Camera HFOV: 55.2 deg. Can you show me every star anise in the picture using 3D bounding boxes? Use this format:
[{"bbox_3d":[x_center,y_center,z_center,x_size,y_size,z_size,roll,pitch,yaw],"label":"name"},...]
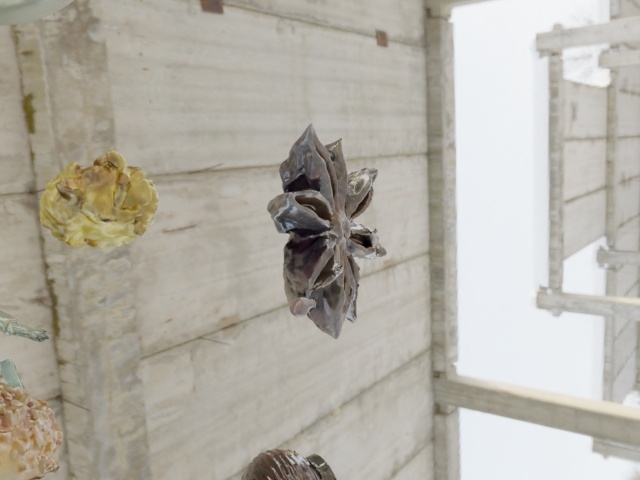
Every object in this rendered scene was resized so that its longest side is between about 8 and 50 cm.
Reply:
[{"bbox_3d":[0.000,-0.001,0.615,0.262,0.081,0.230,-58,-35,-52],"label":"star anise"}]

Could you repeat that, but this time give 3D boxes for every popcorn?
[{"bbox_3d":[-0.163,-0.027,0.447,0.083,0.082,0.057,47,-150,-66],"label":"popcorn"}]

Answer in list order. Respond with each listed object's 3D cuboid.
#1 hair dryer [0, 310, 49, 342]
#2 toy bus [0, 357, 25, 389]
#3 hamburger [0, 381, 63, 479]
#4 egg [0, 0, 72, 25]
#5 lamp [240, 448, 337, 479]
[{"bbox_3d":[-0.534,0.065,0.955,0.092,0.267,0.229,75,-173,-62],"label":"hair dryer"},{"bbox_3d":[-0.632,0.284,1.255,0.031,0.037,0.083,-23,-95,-29],"label":"toy bus"},{"bbox_3d":[-0.390,0.256,0.527,0.330,0.330,0.250,-10,-96,-53],"label":"hamburger"},{"bbox_3d":[-0.260,-0.229,0.422,0.209,0.151,0.151,-3,-84,-28],"label":"egg"},{"bbox_3d":[-0.080,0.555,1.279,0.247,0.247,0.246,-7,-81,-53],"label":"lamp"}]
